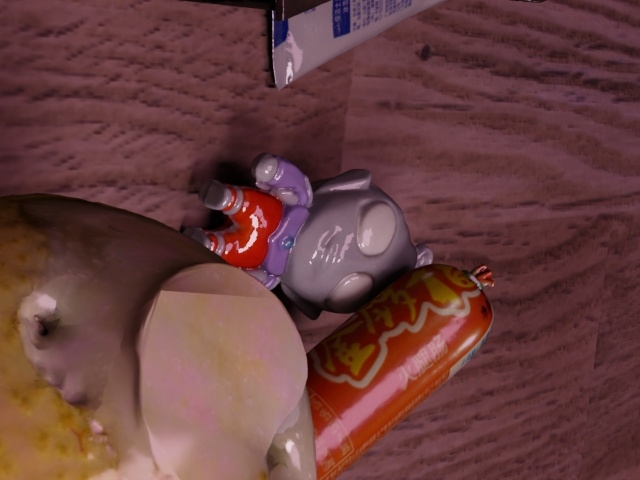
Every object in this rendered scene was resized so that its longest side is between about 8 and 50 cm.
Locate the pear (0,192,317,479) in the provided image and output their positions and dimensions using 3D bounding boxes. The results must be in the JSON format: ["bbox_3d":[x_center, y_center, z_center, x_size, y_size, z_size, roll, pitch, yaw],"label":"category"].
[{"bbox_3d":[-0.134,0.098,0.866,0.271,0.271,0.271,-27,121,-55],"label":"pear"}]

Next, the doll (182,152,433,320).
[{"bbox_3d":[0.000,0.000,1.252,0.227,0.075,0.102,14,104,-50],"label":"doll"}]

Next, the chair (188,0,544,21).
[{"bbox_3d":[0.021,-0.167,1.088,0.101,0.212,0.084,-26,121,-56],"label":"chair"}]

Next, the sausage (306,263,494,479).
[{"bbox_3d":[0.016,0.094,1.223,0.264,0.083,0.083,-39,134,-26],"label":"sausage"}]

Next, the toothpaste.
[{"bbox_3d":[0.048,-0.185,1.306,0.266,0.061,0.096,-32,128,-44],"label":"toothpaste"}]
